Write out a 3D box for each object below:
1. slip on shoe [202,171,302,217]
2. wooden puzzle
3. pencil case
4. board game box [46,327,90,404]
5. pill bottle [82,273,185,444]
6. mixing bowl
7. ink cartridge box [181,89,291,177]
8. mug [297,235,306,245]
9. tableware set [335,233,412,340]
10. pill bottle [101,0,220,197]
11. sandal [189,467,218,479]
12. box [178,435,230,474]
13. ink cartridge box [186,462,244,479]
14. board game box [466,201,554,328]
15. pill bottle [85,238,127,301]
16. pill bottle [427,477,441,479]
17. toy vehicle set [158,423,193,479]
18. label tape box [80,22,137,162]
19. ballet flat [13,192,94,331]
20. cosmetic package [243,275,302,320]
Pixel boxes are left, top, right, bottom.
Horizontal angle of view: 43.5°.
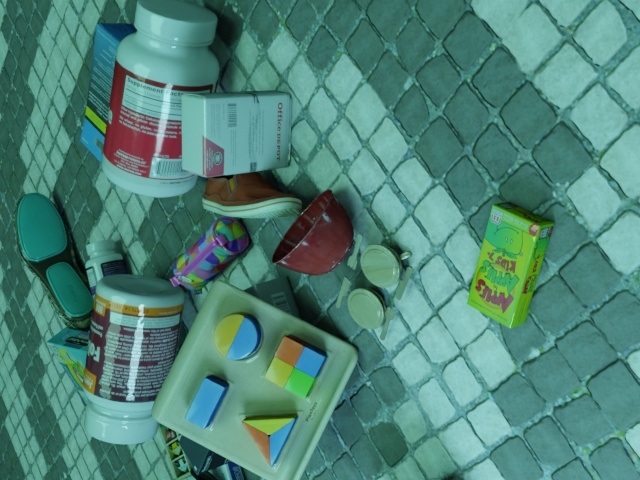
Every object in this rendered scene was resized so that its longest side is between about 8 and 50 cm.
[{"bbox_3d":[-0.154,-0.101,1.714,0.331,0.123,0.101,14,101,55],"label":"slip on shoe"},{"bbox_3d":[-0.142,0.290,1.624,0.348,0.080,0.322,26,89,12],"label":"wooden puzzle"},{"bbox_3d":[-0.261,0.037,1.882,0.236,0.104,0.104,-41,68,44],"label":"pencil case"},{"bbox_3d":[-0.630,0.387,2.318,0.336,0.079,0.253,0,123,49],"label":"board game box"},{"bbox_3d":[-0.484,0.300,2.053,0.224,0.224,0.391,20,103,44],"label":"pill bottle"},{"bbox_3d":[0.000,0.000,1.552,0.098,0.181,0.181,38,137,-12],"label":"mixing bowl"},{"bbox_3d":[-0.168,-0.221,1.627,0.092,0.218,0.158,18,112,45],"label":"ink cartridge box"},{"bbox_3d":[-0.019,0.024,1.650,0.062,0.078,0.064,121,141,-78],"label":"mug"},{"bbox_3d":[0.106,0.085,1.529,0.128,0.039,0.194,35,130,24],"label":"tableware set"},{"bbox_3d":[-0.354,-0.322,1.804,0.229,0.229,0.407,39,125,36],"label":"pill bottle"},{"bbox_3d":[-0.259,0.629,1.974,0.179,0.040,0.067,46,139,7],"label":"sandal"},{"bbox_3d":[-0.193,0.391,1.822,0.103,0.184,0.261,47,129,30],"label":"box"},{"bbox_3d":[-0.290,0.558,2.073,0.224,0.045,0.223,-29,76,49],"label":"ink cartridge box"},{"bbox_3d":[0.303,0.039,1.292,0.092,0.043,0.181,31,120,40],"label":"board game box"},{"bbox_3d":[-0.601,0.099,2.268,0.108,0.108,0.193,-20,84,49],"label":"pill bottle"},{"bbox_3d":[0.222,0.620,1.395,0.361,0.204,0.204,57,135,23],"label":"pill bottle"},{"bbox_3d":[-0.324,0.498,2.034,0.267,0.035,0.165,-39,68,47],"label":"toy vehicle set"},{"bbox_3d":[-0.491,-0.350,2.043,0.241,0.106,0.333,42,127,34],"label":"label tape box"},{"bbox_3d":[-0.831,0.085,2.503,0.482,0.164,0.182,59,151,18],"label":"ballet flat"},{"bbox_3d":[-0.156,0.175,1.794,0.238,0.107,0.127,-29,80,44],"label":"cosmetic package"}]
